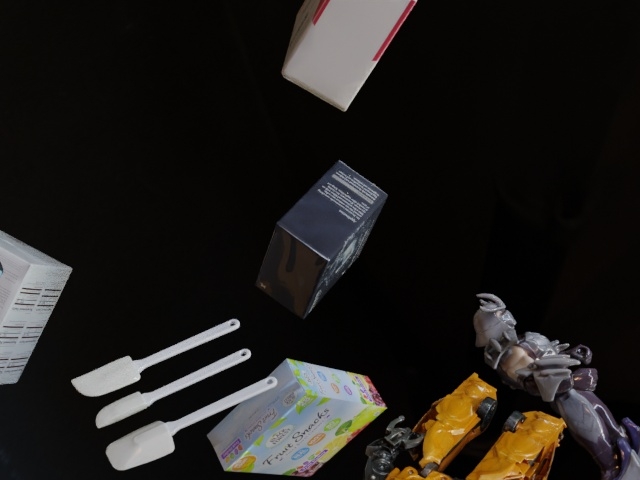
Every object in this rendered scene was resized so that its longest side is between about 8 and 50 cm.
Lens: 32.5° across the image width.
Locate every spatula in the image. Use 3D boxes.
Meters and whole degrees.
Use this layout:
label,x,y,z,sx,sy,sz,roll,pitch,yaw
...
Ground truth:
label,x,y,z,sx,sy,sz,roll,pitch,yaw
spatula,-0.189,0.198,1.460,0.242,0.168,0.019,-22,136,-20

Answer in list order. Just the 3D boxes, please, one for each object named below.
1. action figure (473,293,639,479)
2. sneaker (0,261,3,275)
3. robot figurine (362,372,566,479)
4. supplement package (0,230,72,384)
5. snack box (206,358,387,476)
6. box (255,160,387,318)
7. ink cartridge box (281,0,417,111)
label,x,y,z,sx,sy,sz,roll,pitch,yaw
action figure,0.255,0.159,1.106,0.099,0.185,0.285,-44,84,17
sneaker,-0.354,0.056,1.094,0.063,0.073,0.162,51,145,-11
robot figurine,0.180,0.282,1.353,0.211,0.291,0.085,26,127,25
supplement package,-0.525,0.087,1.658,0.194,0.149,0.203,27,91,13
snack box,-0.031,0.260,1.575,0.174,0.207,0.070,-45,55,19
box,0.000,0.000,1.553,0.093,0.158,0.156,36,143,10
ink cartridge box,0.040,-0.299,1.423,0.100,0.237,0.172,29,117,-12
